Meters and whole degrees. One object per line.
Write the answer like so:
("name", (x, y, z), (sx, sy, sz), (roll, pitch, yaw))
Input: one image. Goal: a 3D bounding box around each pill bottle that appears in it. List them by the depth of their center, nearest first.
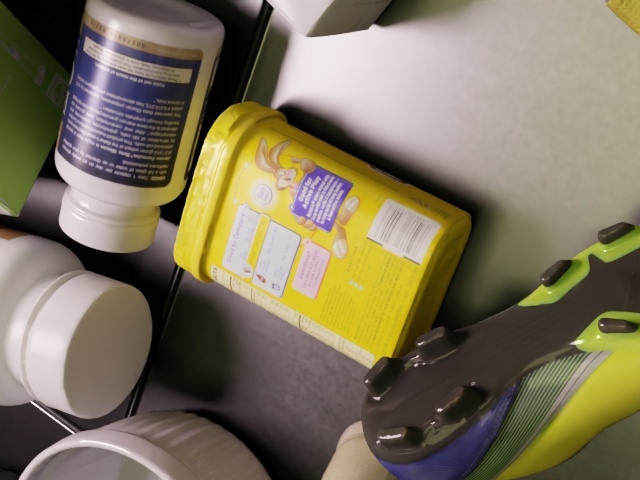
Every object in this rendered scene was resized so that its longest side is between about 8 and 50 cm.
("pill bottle", (-0.131, -0.081, 0.742), (0.094, 0.094, 0.169), (27, 114, 21))
("pill bottle", (-0.251, 0.054, 0.824), (0.229, 0.131, 0.131), (15, 110, 26))

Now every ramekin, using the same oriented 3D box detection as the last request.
("ramekin", (-0.121, 0.226, 0.808), (0.207, 0.109, 0.207), (8, 107, 28))

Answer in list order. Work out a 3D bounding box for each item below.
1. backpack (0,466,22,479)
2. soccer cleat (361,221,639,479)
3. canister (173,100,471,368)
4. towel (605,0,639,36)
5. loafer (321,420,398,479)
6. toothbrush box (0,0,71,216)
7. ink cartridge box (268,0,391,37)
("backpack", (-0.310, 0.264, 0.882), (0.152, 0.182, 0.115), (15, 113, -1))
("soccer cleat", (0.162, 0.070, 0.630), (0.289, 0.121, 0.093), (-27, 47, 20))
("canister", (0.000, 0.000, 0.701), (0.170, 0.073, 0.126), (28, 115, 19))
("towel", (0.203, -0.128, 0.589), (0.083, 0.009, 0.060), (48, 120, 11))
("loafer", (0.027, 0.259, 0.740), (0.102, 0.092, 0.268), (4, 104, 29))
("toothbrush box", (-0.336, -0.144, 0.729), (0.206, 0.283, 0.122), (10, 67, 27))
("ink cartridge box", (0.019, -0.246, 0.616), (0.154, 0.093, 0.212), (48, 122, 10))
